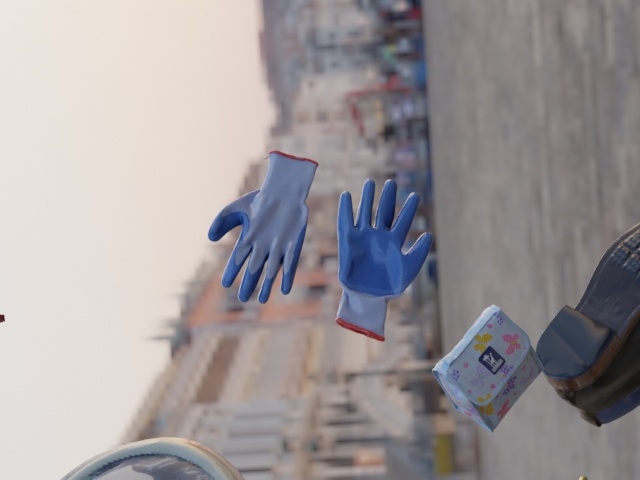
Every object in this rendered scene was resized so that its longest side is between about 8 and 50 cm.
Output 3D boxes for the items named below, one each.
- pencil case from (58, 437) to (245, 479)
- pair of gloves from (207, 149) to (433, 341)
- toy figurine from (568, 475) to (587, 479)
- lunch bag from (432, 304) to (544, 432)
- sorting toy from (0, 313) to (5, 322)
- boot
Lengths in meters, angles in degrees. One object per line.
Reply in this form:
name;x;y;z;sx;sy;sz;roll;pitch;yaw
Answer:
pencil case;-0.029;0.275;1.142;0.410;0.183;0.160;56;-135;-47
pair of gloves;0.000;0.000;1.756;0.023;0.198;0.159;118;170;-63
toy figurine;0.231;0.419;1.757;0.363;0.217;0.191;-61;-18;9
lunch bag;0.127;0.097;1.489;0.053;0.071;0.083;31;163;38
sorting toy;-0.450;0.101;1.970;0.274;0.132;0.046;8;-109;-50
boot;0.278;0.061;1.661;0.082;0.219;0.106;39;167;42
